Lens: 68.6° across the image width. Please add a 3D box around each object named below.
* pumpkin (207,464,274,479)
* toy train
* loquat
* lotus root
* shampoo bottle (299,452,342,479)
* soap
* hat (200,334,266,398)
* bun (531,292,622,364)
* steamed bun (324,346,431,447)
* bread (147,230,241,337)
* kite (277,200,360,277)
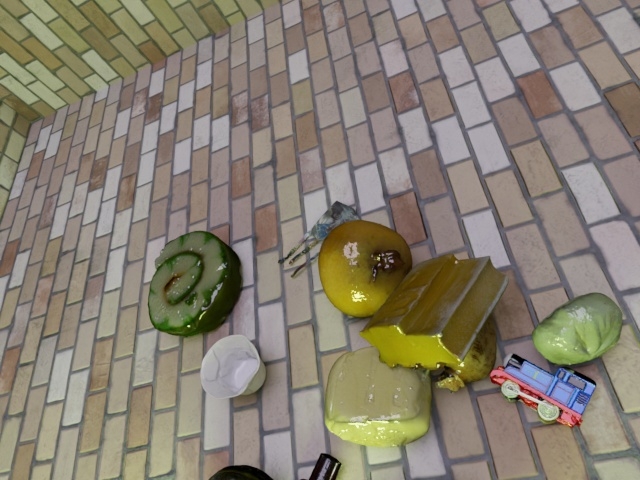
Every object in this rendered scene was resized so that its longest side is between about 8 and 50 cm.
[{"bbox_3d":[-0.219,0.699,1.107,0.192,0.320,0.320,16,70,10],"label":"pumpkin"},{"bbox_3d":[0.509,0.339,1.084,0.204,0.083,0.131,27,77,33],"label":"toy train"},{"bbox_3d":[0.128,0.073,1.306,0.275,0.275,0.274,-12,58,20],"label":"loquat"},{"bbox_3d":[0.365,0.251,1.160,0.140,0.154,0.256,-1,54,35],"label":"lotus root"},{"bbox_3d":[-0.031,0.666,1.149,0.104,0.104,0.278,16,71,32],"label":"shampoo bottle"},{"bbox_3d":[0.271,0.165,1.112,0.259,0.143,0.281,-16,21,51],"label":"soap"},{"bbox_3d":[-0.242,0.388,1.398,0.203,0.126,0.203,-12,59,20],"label":"hat"},{"bbox_3d":[0.584,0.210,1.057,0.195,0.195,0.118,-29,55,8],"label":"bun"},{"bbox_3d":[0.154,0.392,1.181,0.273,0.166,0.232,-9,43,14],"label":"steamed bun"},{"bbox_3d":[-0.458,0.144,1.642,0.382,0.129,0.366,34,81,37],"label":"bread"},{"bbox_3d":[-0.001,-0.001,1.558,0.310,0.015,0.169,-46,45,-4],"label":"kite"}]
